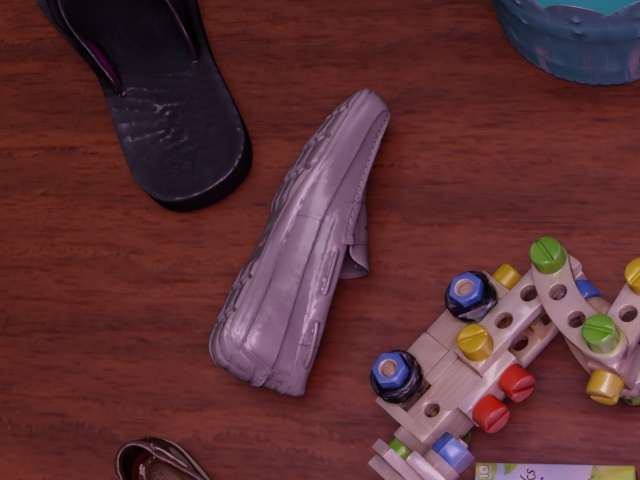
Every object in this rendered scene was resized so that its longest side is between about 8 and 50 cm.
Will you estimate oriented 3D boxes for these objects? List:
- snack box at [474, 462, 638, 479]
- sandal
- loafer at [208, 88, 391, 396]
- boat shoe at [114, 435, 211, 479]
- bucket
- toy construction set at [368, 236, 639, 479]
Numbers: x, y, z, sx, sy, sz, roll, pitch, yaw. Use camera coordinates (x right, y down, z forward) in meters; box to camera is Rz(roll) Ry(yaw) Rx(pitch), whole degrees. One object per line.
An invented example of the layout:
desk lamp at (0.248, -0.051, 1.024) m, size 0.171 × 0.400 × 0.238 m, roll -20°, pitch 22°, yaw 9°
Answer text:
snack box at (0.207, 0.249, 1.140) m, size 0.141 × 0.037 × 0.100 m, roll -1°, pitch 67°, yaw 16°
sandal at (-0.205, -0.236, 1.415) m, size 0.168 × 0.107 × 0.445 m, roll -32°, pitch 64°, yaw 1°
loafer at (0.000, 0.000, 1.274) m, size 0.111 × 0.112 × 0.319 m, roll 29°, pitch 75°, yaw -12°
boat shoe at (-0.102, 0.278, 1.183) m, size 0.257 × 0.095 × 0.095 m, roll 38°, pitch 82°, yaw 25°
bucket at (0.278, -0.298, 1.263) m, size 0.281 × 0.183 × 0.281 m, roll -5°, pitch 68°, yaw 13°
toy construction set at (0.165, 0.128, 1.133) m, size 0.328 × 0.151 × 0.215 m, roll -37°, pitch 48°, yaw -16°
